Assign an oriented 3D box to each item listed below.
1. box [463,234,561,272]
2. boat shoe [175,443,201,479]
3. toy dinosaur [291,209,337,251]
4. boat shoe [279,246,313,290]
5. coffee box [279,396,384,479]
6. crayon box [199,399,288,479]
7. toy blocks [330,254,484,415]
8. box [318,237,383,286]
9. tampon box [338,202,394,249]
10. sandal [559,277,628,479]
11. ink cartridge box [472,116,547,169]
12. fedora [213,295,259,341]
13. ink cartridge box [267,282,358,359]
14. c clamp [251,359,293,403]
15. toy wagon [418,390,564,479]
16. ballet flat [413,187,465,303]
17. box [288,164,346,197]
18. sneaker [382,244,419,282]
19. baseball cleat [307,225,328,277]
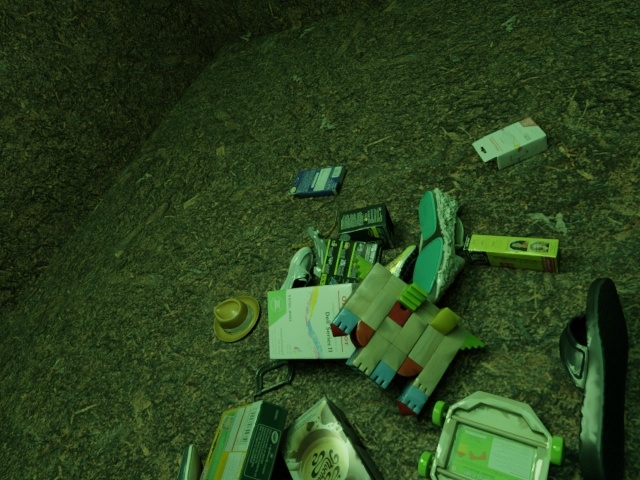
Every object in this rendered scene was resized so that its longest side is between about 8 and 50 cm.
[{"bbox_3d":[0.521,0.034,1.193,0.233,0.087,0.058,5,59,34],"label":"box"},{"bbox_3d":[-0.379,0.699,1.196,0.079,0.095,0.254,-13,56,8],"label":"boat shoe"},{"bbox_3d":[0.000,0.000,1.530,0.212,0.112,0.064,-31,43,5],"label":"toy dinosaur"},{"bbox_3d":[-0.069,0.131,1.474,0.081,0.079,0.227,11,72,49],"label":"boat shoe"},{"bbox_3d":[0.037,0.552,1.032,0.168,0.118,0.297,-39,43,-3],"label":"coffee box"},{"bbox_3d":[-0.206,0.546,1.143,0.323,0.083,0.203,-39,29,52],"label":"crayon box"},{"bbox_3d":[0.173,0.249,1.099,0.381,0.190,0.260,38,75,3],"label":"toy blocks"},{"bbox_3d":[0.089,0.095,1.350,0.184,0.045,0.190,6,81,38],"label":"box"},{"bbox_3d":[0.153,-0.035,1.450,0.161,0.120,0.101,-12,47,19],"label":"tampon box"},{"bbox_3d":[0.562,0.269,0.920,0.107,0.168,0.445,-12,46,48],"label":"sandal"},{"bbox_3d":[0.618,-0.310,1.435,0.198,0.067,0.115,-22,45,13],"label":"ink cartridge box"},{"bbox_3d":[-0.311,0.259,1.532,0.195,0.079,0.194,-18,46,20],"label":"fedora"},{"bbox_3d":[0.026,0.232,1.255,0.354,0.119,0.206,-9,78,27],"label":"ink cartridge box"},{"bbox_3d":[-0.145,0.428,1.329,0.161,0.022,0.137,-31,39,9],"label":"c clamp"},{"bbox_3d":[0.346,0.500,0.920,0.268,0.068,0.344,6,58,36],"label":"toy wagon"},{"bbox_3d":[0.362,0.016,1.276,0.147,0.147,0.408,-8,51,27],"label":"ballet flat"},{"bbox_3d":[-0.014,-0.239,1.798,0.226,0.036,0.136,-1,54,30],"label":"box"},{"bbox_3d":[0.224,0.091,1.335,0.094,0.081,0.208,26,71,46],"label":"sneaker"},{"bbox_3d":[-0.001,0.053,1.464,0.109,0.072,0.205,-42,72,13],"label":"baseball cleat"}]
